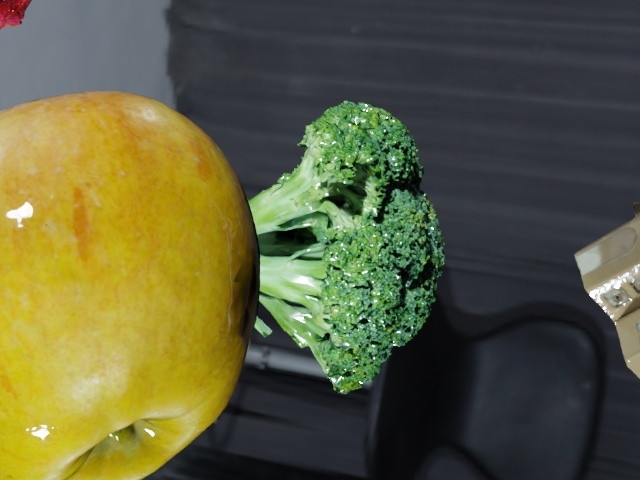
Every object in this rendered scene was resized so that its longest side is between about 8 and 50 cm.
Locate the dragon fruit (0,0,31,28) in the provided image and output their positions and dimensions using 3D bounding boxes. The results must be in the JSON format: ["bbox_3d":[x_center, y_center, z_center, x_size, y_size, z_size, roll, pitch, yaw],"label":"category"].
[{"bbox_3d":[-0.454,-0.414,1.798,0.262,0.134,0.211,-45,178,33],"label":"dragon fruit"}]

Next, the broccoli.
[{"bbox_3d":[0.000,0.000,1.161,0.269,0.242,0.261,-134,-137,-60],"label":"broccoli"}]

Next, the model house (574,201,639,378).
[{"bbox_3d":[0.372,0.009,1.145,0.176,0.248,0.181,40,30,-29],"label":"model house"}]

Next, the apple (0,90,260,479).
[{"bbox_3d":[-0.108,0.028,0.577,0.182,0.182,0.155,36,35,-64],"label":"apple"}]
